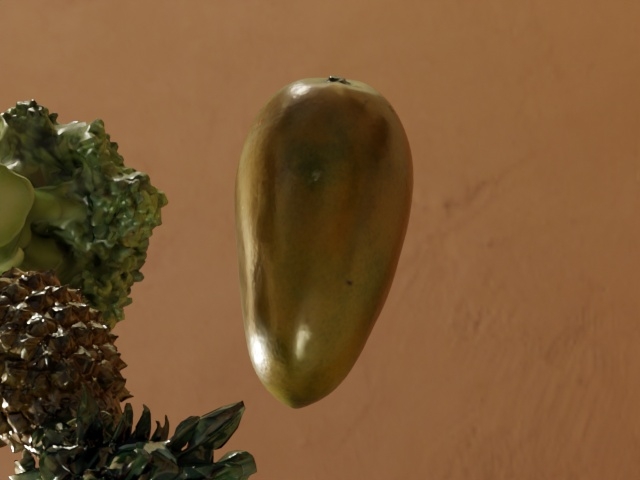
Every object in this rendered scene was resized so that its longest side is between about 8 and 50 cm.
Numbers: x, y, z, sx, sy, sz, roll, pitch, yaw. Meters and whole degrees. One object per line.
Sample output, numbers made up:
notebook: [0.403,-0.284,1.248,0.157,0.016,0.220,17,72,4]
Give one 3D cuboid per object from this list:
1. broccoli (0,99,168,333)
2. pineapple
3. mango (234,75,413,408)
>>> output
broccoli: [-0.260,0.021,1.256,0.260,0.235,0.288,-4,-117,52]
pineapple: [-0.117,0.078,0.757,0.103,0.083,0.221,-24,-141,-22]
mango: [0.000,-0.004,0.772,0.089,0.111,0.163,4,-121,0]
